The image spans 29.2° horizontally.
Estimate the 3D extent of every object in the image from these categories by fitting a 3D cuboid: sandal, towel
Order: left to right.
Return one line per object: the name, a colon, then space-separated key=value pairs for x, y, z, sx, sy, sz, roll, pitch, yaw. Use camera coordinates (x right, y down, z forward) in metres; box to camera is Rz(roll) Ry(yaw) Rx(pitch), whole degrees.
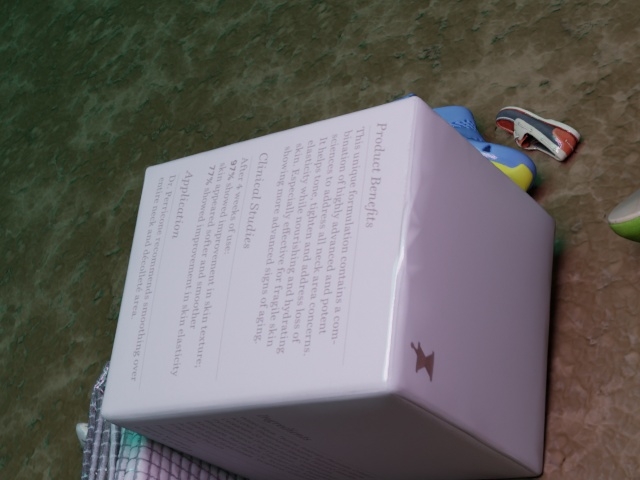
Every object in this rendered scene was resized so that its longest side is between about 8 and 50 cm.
towel: x=-0.182 y=0.301 z=1.514 sx=0.121 sy=0.235 sz=0.283 roll=-27 pitch=42 yaw=26
sandal: x=0.167 y=-0.130 z=1.669 sx=0.317 sy=0.126 sz=0.138 roll=19 pitch=66 yaw=46

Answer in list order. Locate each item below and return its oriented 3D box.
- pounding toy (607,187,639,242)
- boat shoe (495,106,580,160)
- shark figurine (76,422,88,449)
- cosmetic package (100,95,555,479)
pounding toy: x=0.444 y=-0.039 z=1.361 sx=0.237 sy=0.110 sz=0.183 roll=-33 pitch=3 yaw=-15
boat shoe: x=0.282 y=-0.141 z=1.635 sx=0.137 sy=0.049 sz=0.043 roll=27 pitch=78 yaw=44
shark figurine: x=-0.255 y=0.389 z=1.634 sx=0.116 sy=0.166 sz=0.278 roll=-35 pitch=52 yaw=52
cosmetic package: x=0.018 y=0.085 z=1.417 sx=0.394 sy=0.327 sz=0.329 roll=-10 pitch=60 yaw=35
